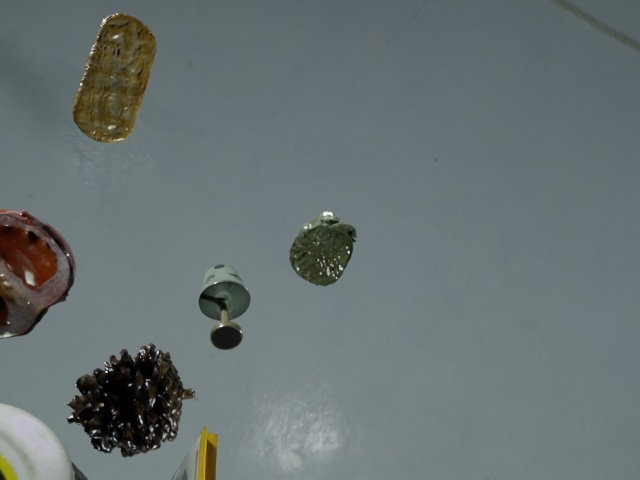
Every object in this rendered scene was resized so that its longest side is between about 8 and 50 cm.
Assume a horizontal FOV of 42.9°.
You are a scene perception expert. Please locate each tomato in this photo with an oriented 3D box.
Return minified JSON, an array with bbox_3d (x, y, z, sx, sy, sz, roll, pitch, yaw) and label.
[{"bbox_3d":[-0.499,0.035,1.309,0.228,0.112,0.199,-38,110,13],"label":"tomato"}]

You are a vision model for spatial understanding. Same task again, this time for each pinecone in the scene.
[{"bbox_3d":[-0.400,0.350,1.735,0.257,0.243,0.244,-32,88,-21],"label":"pinecone"}]

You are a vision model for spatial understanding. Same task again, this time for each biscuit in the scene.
[{"bbox_3d":[-0.367,-0.293,1.469,0.029,0.118,0.247,-2,70,48],"label":"biscuit"}]

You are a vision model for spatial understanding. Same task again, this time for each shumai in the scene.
[{"bbox_3d":[0.000,0.000,0.948,0.082,0.080,0.083,-29,121,6],"label":"shumai"}]

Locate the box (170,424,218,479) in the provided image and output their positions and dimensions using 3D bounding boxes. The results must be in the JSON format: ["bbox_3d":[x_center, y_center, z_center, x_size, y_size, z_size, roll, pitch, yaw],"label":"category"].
[{"bbox_3d":[-0.208,0.408,1.292,0.033,0.129,0.247,15,134,-19],"label":"box"}]

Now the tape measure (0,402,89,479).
[{"bbox_3d":[-0.261,0.242,0.512,0.231,0.271,0.133,7,131,-6],"label":"tape measure"}]

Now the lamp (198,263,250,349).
[{"bbox_3d":[-0.217,0.149,1.855,0.121,0.215,0.121,-5,125,-8],"label":"lamp"}]
